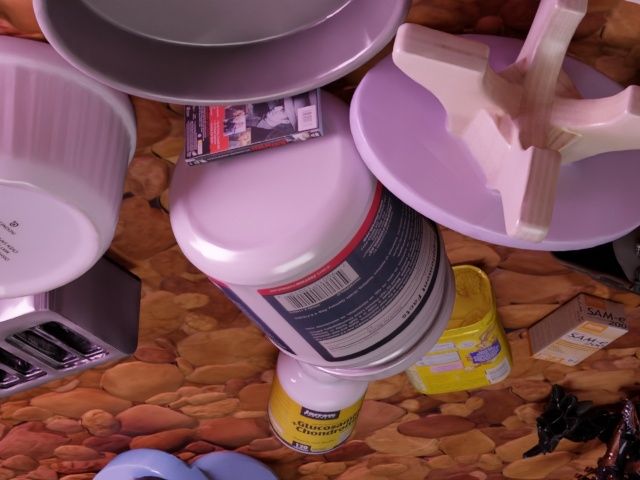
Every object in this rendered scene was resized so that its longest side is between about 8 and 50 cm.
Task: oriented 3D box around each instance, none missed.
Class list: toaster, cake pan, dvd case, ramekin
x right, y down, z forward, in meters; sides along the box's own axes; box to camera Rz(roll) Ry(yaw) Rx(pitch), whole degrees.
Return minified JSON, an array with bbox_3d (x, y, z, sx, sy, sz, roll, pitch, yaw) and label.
[{"bbox_3d":[-0.287,0.064,1.857,0.168,0.110,0.185,-20,147,23],"label":"toaster"},{"bbox_3d":[-0.075,-0.205,1.465,0.293,0.054,0.293,-3,151,-2],"label":"cake pan"},{"bbox_3d":[-0.058,-0.112,1.599,0.119,0.087,0.013,-13,146,14],"label":"dvd case"},{"bbox_3d":[-0.292,-0.052,1.632,0.273,0.127,0.273,-4,151,-2],"label":"ramekin"}]

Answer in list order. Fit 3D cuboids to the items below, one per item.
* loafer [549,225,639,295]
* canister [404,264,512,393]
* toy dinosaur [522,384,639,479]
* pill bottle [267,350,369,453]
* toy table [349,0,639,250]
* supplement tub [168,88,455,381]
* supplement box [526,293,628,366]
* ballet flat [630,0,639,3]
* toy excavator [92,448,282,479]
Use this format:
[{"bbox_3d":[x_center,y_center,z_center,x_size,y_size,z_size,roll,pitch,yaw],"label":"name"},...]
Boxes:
[{"bbox_3d":[0.297,0.013,1.785,0.084,0.096,0.267,6,176,-15],"label":"loafer"},{"bbox_3d":[0.134,0.099,2.017,0.126,0.073,0.170,-10,152,10],"label":"canister"},{"bbox_3d":[0.376,0.267,2.288,0.218,0.164,0.322,-4,133,-36],"label":"toy dinosaur"},{"bbox_3d":[0.000,0.153,2.061,0.103,0.103,0.184,0,151,-8],"label":"pill bottle"},{"bbox_3d":[0.172,-0.102,1.520,0.274,0.252,0.161,3,164,-10],"label":"toy table"},{"bbox_3d":[0.000,0.000,1.700,0.191,0.191,0.272,-15,149,17],"label":"supplement tub"},{"bbox_3d":[0.281,0.099,2.073,0.062,0.036,0.098,13,146,-30],"label":"supplement box"},{"bbox_3d":[0.269,-0.213,1.447,0.316,0.106,0.107,15,146,-31],"label":"ballet flat"},{"bbox_3d":[-0.071,0.387,2.380,0.433,0.445,0.222,49,135,-5],"label":"toy excavator"}]
